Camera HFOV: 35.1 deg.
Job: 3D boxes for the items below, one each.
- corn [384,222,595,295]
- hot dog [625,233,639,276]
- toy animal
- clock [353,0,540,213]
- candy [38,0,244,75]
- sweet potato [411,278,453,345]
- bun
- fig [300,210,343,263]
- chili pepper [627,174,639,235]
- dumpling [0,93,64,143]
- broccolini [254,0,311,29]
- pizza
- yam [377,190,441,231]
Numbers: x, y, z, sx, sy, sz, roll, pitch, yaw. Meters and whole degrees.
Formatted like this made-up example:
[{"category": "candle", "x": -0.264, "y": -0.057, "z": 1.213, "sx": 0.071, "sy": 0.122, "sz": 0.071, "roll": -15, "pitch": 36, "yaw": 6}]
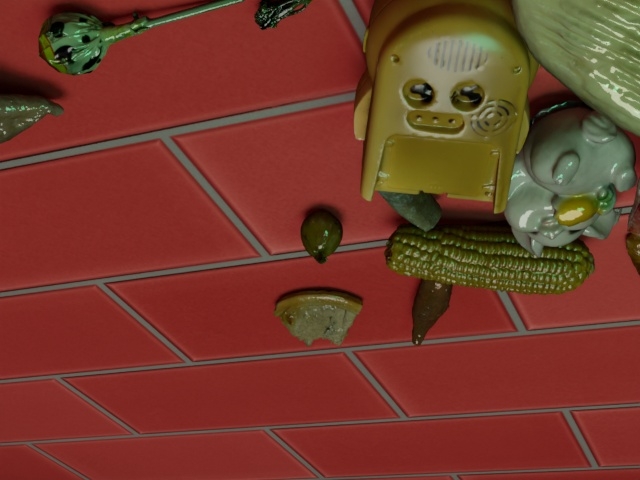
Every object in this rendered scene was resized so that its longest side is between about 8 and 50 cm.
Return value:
[{"category": "corn", "x": 0.291, "y": 0.030, "z": 1.742, "sx": 0.363, "sy": 0.120, "sz": 0.120, "roll": 3, "pitch": 148, "yaw": 1}, {"category": "hot dog", "x": 0.595, "y": 0.054, "z": 1.795, "sx": 0.066, "sy": 0.047, "sz": 0.216, "roll": -12, "pitch": 143, "yaw": 24}, {"category": "toy animal", "x": 0.370, "y": -0.082, "z": 1.527, "sx": 0.208, "sy": 0.154, "sz": 0.325, "roll": -15, "pitch": 156, "yaw": 12}, {"category": "clock", "x": 0.171, "y": -0.209, "z": 1.342, "sx": 0.244, "sy": 0.200, "sz": 0.317, "roll": 4, "pitch": 140, "yaw": 0}, {"category": "candy", "x": -0.249, "y": -0.299, "z": 1.390, "sx": 0.305, "sy": 0.083, "sz": 0.091, "roll": -13, "pitch": 149, "yaw": 16}, {"category": "sweet potato", "x": 0.221, "y": 0.102, "z": 1.932, "sx": 0.072, "sy": 0.066, "sz": 0.314, "roll": 3, "pitch": 146, "yaw": -7}, {"category": "bun", "x": 0.395, "y": -0.284, "z": 1.127, "sx": 0.361, "sy": 0.213, "sz": 0.361, "roll": 16, "pitch": 133, "yaw": 18}, {"category": "fig", "x": 0.000, "y": 0.000, "z": 1.780, "sx": 0.082, "sy": 0.098, "sz": 0.084, "roll": 26, "pitch": 155, "yaw": -30}, {"category": "chili pepper", "x": 0.596, "y": -0.080, "z": 1.456, "sx": 0.305, "sy": 0.229, "sz": 0.251, "roll": 16, "pitch": 152, "yaw": 6}, {"category": "dumpling", "x": -0.572, "y": -0.194, "z": 1.529, "sx": 0.332, "sy": 0.086, "sz": 0.166, "roll": 4, "pitch": -178, "yaw": -34}, {"category": "broccolini", "x": 0.007, "y": -0.325, "z": 1.324, "sx": 0.218, "sy": 0.044, "sz": 0.042, "roll": -16, "pitch": 127, "yaw": 24}, {"category": "pizza", "x": -0.010, "y": 0.172, "z": 2.118, "sx": 0.181, "sy": 0.034, "sz": 0.262, "roll": 6, "pitch": 149, "yaw": 0}, {"category": "yam", "x": 0.136, "y": -0.079, "z": 1.656, "sx": 0.068, "sy": 0.068, "sz": 0.169, "roll": -12, "pitch": 142, "yaw": 28}]
